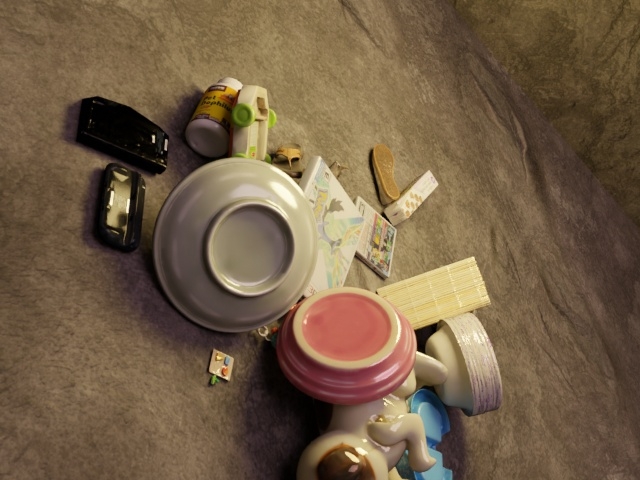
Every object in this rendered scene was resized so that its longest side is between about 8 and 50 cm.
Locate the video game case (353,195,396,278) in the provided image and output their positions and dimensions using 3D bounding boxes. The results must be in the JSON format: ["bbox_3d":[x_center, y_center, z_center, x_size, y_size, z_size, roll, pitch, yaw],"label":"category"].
[{"bbox_3d":[0.155,-0.010,2.257,0.183,0.023,0.201,39,42,-26],"label":"video game case"}]

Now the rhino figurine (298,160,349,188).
[{"bbox_3d":[-0.023,-0.141,2.004,0.243,0.073,0.106,-31,125,-18],"label":"rhino figurine"}]

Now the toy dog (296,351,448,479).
[{"bbox_3d":[0.086,0.441,1.713,0.395,0.284,0.408,34,44,-13],"label":"toy dog"}]

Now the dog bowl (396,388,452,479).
[{"bbox_3d":[0.276,0.557,2.015,0.165,0.074,0.297,29,49,-35],"label":"dog bowl"}]

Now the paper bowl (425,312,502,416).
[{"bbox_3d":[0.393,0.356,2.099,0.148,0.284,0.285,-13,74,-6],"label":"paper bowl"}]

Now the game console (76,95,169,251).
[{"bbox_3d":[-0.446,-0.150,1.648,0.213,0.044,0.362,23,52,-37],"label":"game console"}]

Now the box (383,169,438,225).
[{"bbox_3d":[0.303,-0.144,2.454,0.063,0.067,0.324,56,36,-6],"label":"box"}]

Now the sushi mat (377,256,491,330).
[{"bbox_3d":[0.335,0.165,2.183,0.019,0.316,0.152,90,-18,-75],"label":"sushi mat"}]

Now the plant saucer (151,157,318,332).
[{"bbox_3d":[-0.169,0.015,1.655,0.400,0.100,0.401,-2,95,-25],"label":"plant saucer"}]

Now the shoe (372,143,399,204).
[{"bbox_3d":[0.203,-0.216,2.415,0.076,0.058,0.219,5,58,-24],"label":"shoe"}]

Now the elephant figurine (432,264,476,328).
[{"bbox_3d":[0.400,0.240,2.307,0.239,0.186,0.169,54,-6,-27],"label":"elephant figurine"}]

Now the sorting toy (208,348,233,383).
[{"bbox_3d":[-0.223,0.290,1.660,0.062,0.012,0.083,35,45,-31],"label":"sorting toy"}]

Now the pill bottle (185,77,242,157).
[{"bbox_3d":[-0.259,-0.321,1.897,0.117,0.117,0.215,40,43,-26],"label":"pill bottle"}]

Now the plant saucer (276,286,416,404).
[{"bbox_3d":[0.061,0.224,1.728,0.332,0.331,0.084,-68,164,-44],"label":"plant saucer"}]

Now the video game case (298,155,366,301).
[{"bbox_3d":[0.000,0.000,1.927,0.300,0.036,0.329,51,51,-45],"label":"video game case"}]

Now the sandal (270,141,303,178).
[{"bbox_3d":[-0.081,-0.226,1.984,0.089,0.060,0.219,11,30,2],"label":"sandal"}]

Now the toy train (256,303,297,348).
[{"bbox_3d":[-0.096,0.206,1.833,0.125,0.046,0.166,40,46,-3],"label":"toy train"}]

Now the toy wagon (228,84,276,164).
[{"bbox_3d":[-0.178,-0.214,1.874,0.267,0.068,0.345,-40,136,-79],"label":"toy wagon"}]
